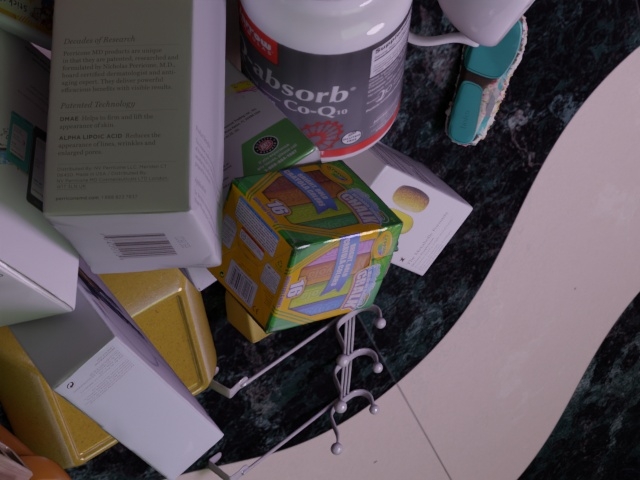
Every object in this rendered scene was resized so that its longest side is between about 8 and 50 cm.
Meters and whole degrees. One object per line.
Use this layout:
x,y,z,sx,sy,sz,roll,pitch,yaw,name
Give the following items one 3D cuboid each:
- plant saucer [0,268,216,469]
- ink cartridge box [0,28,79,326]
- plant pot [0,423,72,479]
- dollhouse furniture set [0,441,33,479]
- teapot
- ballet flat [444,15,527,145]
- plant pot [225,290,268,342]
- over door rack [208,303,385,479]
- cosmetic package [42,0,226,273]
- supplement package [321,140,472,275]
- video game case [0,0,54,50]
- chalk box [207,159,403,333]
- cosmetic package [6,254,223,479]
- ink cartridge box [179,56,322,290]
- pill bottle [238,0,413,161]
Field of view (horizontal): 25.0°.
-0.293,0.175,2.059,0.332,0.081,0.333,-30,141,-18,plant saucer
-0.385,-0.062,1.533,0.198,0.270,0.197,-12,151,23,ink cartridge box
-0.457,0.344,1.971,0.205,0.188,0.205,-26,140,-25,plant pot
-0.473,0.308,1.771,0.201,0.374,0.152,-44,148,-4,dollhouse furniture set
0.227,-0.395,1.935,0.256,0.187,0.252,-50,178,-23,teapot
0.251,-0.254,2.186,0.077,0.091,0.241,-46,163,-56,ballet flat
-0.097,0.088,2.167,0.081,0.081,0.083,-29,129,-21,plant pot
-0.028,0.265,2.375,0.324,0.108,0.240,-23,138,-26,over door rack
-0.188,-0.178,1.531,0.156,0.385,0.217,-3,162,4,cosmetic package
0.088,-0.061,2.151,0.244,0.134,0.139,21,109,-51,supplement package
-0.342,-0.326,1.469,0.227,0.026,0.206,22,65,-52,video game case
0.000,0.000,1.665,0.213,0.132,0.132,-14,136,-39,chalk box
-0.299,0.087,1.717,0.097,0.377,0.284,-40,144,-5,cosmetic package
-0.153,-0.106,1.760,0.201,0.278,0.117,-34,145,-14,ink cartridge box
0.004,-0.271,1.743,0.210,0.210,0.363,-32,156,-17,pill bottle
